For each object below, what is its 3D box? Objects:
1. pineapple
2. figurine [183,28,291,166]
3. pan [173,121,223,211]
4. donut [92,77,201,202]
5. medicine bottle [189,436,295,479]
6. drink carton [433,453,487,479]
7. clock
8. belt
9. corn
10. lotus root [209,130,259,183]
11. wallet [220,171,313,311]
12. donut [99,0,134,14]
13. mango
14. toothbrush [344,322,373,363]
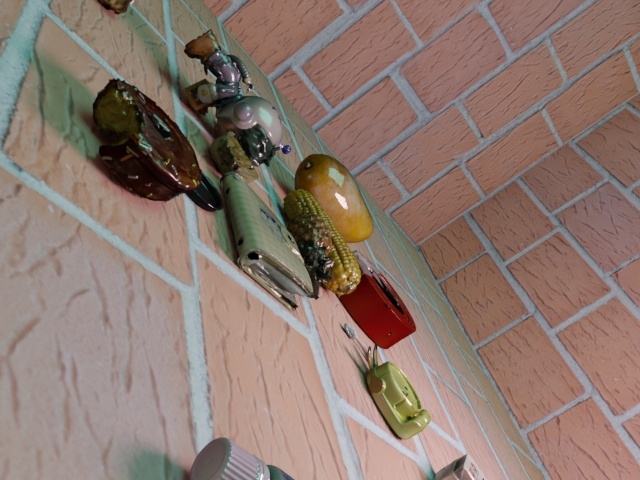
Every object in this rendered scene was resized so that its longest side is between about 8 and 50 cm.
[{"bbox_3d":[-0.024,0.039,1.544,0.128,0.128,0.248,46,20,-33],"label":"pineapple"},{"bbox_3d":[-0.236,-0.362,1.656,0.381,0.186,0.261,56,2,-15],"label":"figurine"},{"bbox_3d":[-0.278,-0.155,1.316,0.235,0.028,0.136,62,14,20],"label":"pan"},{"bbox_3d":[-0.308,-0.165,1.082,0.230,0.096,0.216,59,11,20],"label":"donut"},{"bbox_3d":[-0.064,0.313,0.735,0.203,0.083,0.083,49,13,-28],"label":"medicine bottle"},{"bbox_3d":[0.381,0.658,1.403,0.315,0.107,0.130,56,11,13],"label":"drink carton"},{"bbox_3d":[0.176,0.363,1.504,0.232,0.069,0.170,57,13,14],"label":"clock"},{"bbox_3d":[0.150,0.170,1.818,0.324,0.115,0.227,50,12,-17],"label":"belt"},{"bbox_3d":[0.000,0.000,1.728,0.363,0.120,0.120,57,13,29],"label":"corn"},{"bbox_3d":[-0.227,-0.199,1.530,0.143,0.070,0.144,60,8,-1],"label":"lotus root"},{"bbox_3d":[-0.125,-0.005,1.398,0.223,0.077,0.309,40,17,-36],"label":"wallet"},{"bbox_3d":[-0.584,-0.729,1.488,0.345,0.136,0.259,40,22,-52],"label":"donut"},{"bbox_3d":[0.049,-0.124,2.030,0.384,0.199,0.221,46,13,-38],"label":"mango"},{"bbox_3d":[0.143,0.324,1.601,0.269,0.021,0.027,53,25,-4],"label":"toothbrush"}]
